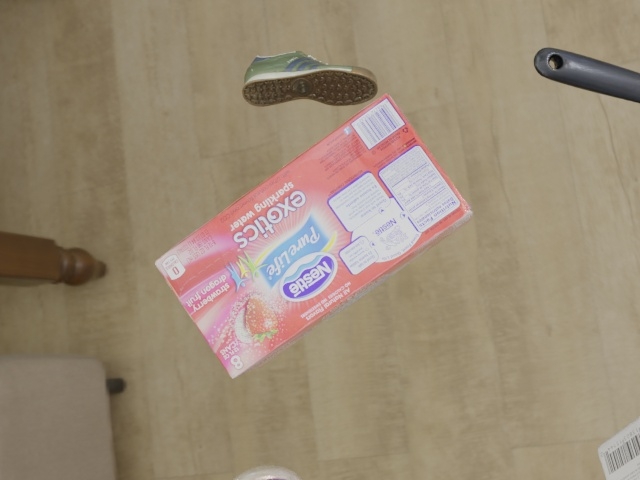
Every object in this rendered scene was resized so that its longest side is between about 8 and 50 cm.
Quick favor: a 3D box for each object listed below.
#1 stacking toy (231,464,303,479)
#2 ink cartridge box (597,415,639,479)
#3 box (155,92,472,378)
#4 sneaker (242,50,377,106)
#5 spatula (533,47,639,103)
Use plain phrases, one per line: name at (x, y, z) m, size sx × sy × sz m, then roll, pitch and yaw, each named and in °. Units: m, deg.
stacking toy at (-0.030, 0.404, 1.130) m, size 0.141 × 0.330 × 0.141 m, roll -4°, pitch 104°, yaw -18°
ink cartridge box at (0.476, 0.303, 1.121) m, size 0.296 × 0.066 × 0.261 m, roll 125°, pitch 151°, yaw -43°
box at (0.000, 0.000, 0.998) m, size 0.300 × 0.142 × 0.154 m, roll -36°, pitch 82°, yaw 6°
sneaker at (-0.015, -0.242, 1.339) m, size 0.192 × 0.064 × 0.086 m, roll -2°, pitch 46°, yaw 2°
spatula at (0.331, -0.132, 0.882) m, size 0.296 × 0.030 × 0.084 m, roll 14°, pitch 83°, yaw -19°
